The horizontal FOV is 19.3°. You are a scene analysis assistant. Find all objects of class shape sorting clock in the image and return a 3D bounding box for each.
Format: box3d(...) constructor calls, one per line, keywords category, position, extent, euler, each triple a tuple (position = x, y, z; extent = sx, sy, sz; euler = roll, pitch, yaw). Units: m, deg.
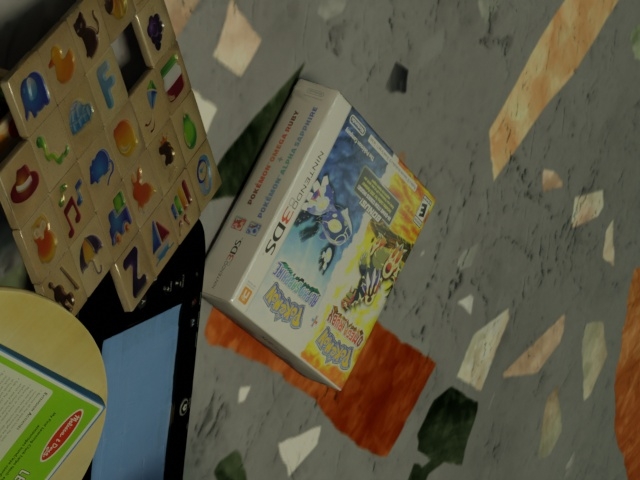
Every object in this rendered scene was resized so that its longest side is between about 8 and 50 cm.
box3d(category="shape sorting clock", position=(-0.208, 0.113, 1.021), extent=(0.206, 0.040, 0.206), euler=(-19, 127, -27))

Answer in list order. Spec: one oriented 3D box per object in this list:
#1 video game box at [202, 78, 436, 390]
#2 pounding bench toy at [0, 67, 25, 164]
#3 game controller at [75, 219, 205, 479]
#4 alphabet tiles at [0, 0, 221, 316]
box3d(category="video game box", position=(0.000, 0.000, 1.500), extent=(0.187, 0.048, 0.205), euler=(-61, 146, -10))
box3d(category="pounding bench toy", position=(-0.216, -0.083, 1.134), extent=(0.065, 0.052, 0.083), euler=(-52, 143, -26))
box3d(category="game controller", position=(-0.144, 0.135, 1.339), extent=(0.166, 0.067, 0.319), euler=(-17, 121, -51))
box3d(category="alphabet tiles", position=(-0.137, -0.056, 1.216), extent=(0.237, 0.009, 0.198), euler=(-59, 141, -49))
